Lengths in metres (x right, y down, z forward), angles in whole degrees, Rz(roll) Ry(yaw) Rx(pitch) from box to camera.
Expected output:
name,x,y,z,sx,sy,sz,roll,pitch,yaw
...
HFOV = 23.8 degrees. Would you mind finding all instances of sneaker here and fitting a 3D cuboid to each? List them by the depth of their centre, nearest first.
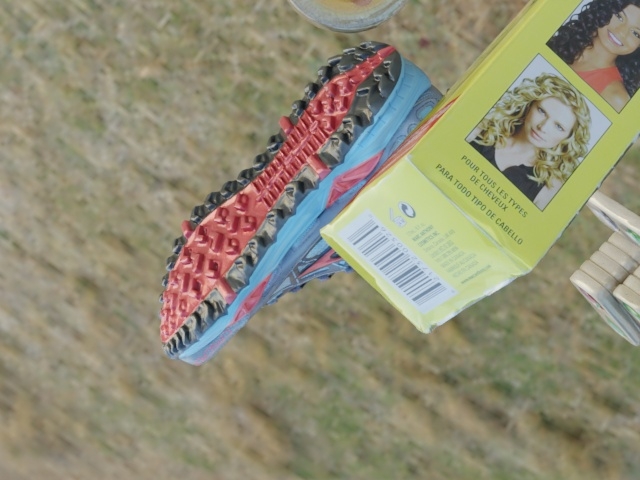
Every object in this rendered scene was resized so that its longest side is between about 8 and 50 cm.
name,x,y,z,sx,sy,sz,roll,pitch,yaw
sneaker,0.000,0.000,1.008,0.125,0.104,0.262,31,112,-32

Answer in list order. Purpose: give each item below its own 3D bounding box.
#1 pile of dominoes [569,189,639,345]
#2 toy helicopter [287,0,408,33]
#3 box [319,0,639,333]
name,x,y,z,sx,sy,sz,roll,pitch,yaw
pile of dominoes,0.231,0.080,0.782,0.196,0.040,0.251,45,179,-39
toy helicopter,0.036,-0.291,0.835,0.235,0.355,0.140,16,179,-5
box,0.100,-0.072,0.560,0.058,0.232,0.087,43,154,-3
